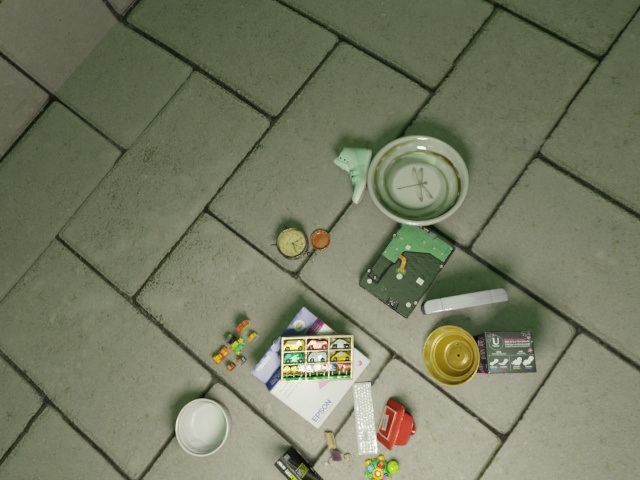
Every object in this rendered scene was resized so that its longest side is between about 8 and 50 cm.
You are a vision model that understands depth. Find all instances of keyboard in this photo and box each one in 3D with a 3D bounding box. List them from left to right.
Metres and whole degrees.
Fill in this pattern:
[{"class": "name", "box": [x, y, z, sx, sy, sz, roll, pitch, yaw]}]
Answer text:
[{"class": "keyboard", "box": [0.167, 0.671, 1.883, 0.072, 0.014, 0.256, -6, 76, 6]}]

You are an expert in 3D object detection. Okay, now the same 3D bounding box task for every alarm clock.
[{"class": "alarm clock", "box": [-0.097, 0.025, 2.046, 0.192, 0.064, 0.129, 32, 82, 16]}]

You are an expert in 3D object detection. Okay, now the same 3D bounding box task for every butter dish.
[{"class": "butter dish", "box": [0.291, 0.678, 1.811, 0.118, 0.160, 0.160, 21, 81, -12]}]

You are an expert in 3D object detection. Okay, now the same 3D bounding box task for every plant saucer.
[{"class": "plant saucer", "box": [0.000, 0.000, 2.065, 0.083, 0.013, 0.083, -2, 76, 7]}, {"class": "plant saucer", "box": [0.389, -0.231, 2.011, 0.400, 0.100, 0.400, -2, 69, 5]}]

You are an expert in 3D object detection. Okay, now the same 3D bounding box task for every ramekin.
[{"class": "ramekin", "box": [-0.436, 0.709, 1.906, 0.207, 0.109, 0.207, -2, 76, 8]}]

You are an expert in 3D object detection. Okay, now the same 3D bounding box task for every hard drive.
[{"class": "hard drive", "box": [0.341, 0.105, 1.968, 0.237, 0.064, 0.339, 34, 84, 14]}]

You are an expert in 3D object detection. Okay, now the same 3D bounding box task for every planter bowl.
[{"class": "planter bowl", "box": [0.496, 0.425, 1.841, 0.217, 0.090, 0.217, -9, 75, 35]}]

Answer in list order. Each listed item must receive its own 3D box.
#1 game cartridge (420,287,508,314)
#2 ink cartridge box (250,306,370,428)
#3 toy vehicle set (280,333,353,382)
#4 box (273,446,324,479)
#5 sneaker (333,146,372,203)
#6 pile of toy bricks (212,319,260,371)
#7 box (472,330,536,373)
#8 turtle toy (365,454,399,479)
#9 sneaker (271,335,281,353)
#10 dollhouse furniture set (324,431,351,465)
[{"class": "game cartridge", "box": [0.527, 0.227, 1.845, 0.297, 0.198, 0.062, -10, 75, 5]}, {"class": "ink cartridge box", "box": [-0.035, 0.477, 1.868, 0.330, 0.071, 0.324, 39, 85, -11]}, {"class": "toy vehicle set", "box": [-0.013, 0.429, 1.820, 0.266, 0.035, 0.166, 0, 90, -9]}, {"class": "box", "box": [-0.070, 0.837, 1.785, 0.045, 0.191, 0.184, -45, 75, -2]}, {"class": "sneaker", "box": [0.122, -0.274, 2.070, 0.151, 0.094, 0.256, 10, 68, 4]}, {"class": "pile of toy bricks", "box": [-0.335, 0.419, 1.962, 0.118, 0.105, 0.212, 42, 85, 14]}, {"class": "box", "box": [0.644, 0.397, 1.762, 0.163, 0.247, 0.142, -3, 76, 6]}, {"class": "turtle toy", "box": [0.223, 0.837, 1.808, 0.130, 0.066, 0.095, -21, 75, 2]}, {"class": "sneaker", "box": [-0.080, 0.439, 1.931, 0.235, 0.095, 0.090, 17, 78, 9]}, {"class": "dollhouse furniture set", "box": [0.047, 0.786, 1.875, 0.081, 0.091, 0.114, -50, 43, 35]}]
